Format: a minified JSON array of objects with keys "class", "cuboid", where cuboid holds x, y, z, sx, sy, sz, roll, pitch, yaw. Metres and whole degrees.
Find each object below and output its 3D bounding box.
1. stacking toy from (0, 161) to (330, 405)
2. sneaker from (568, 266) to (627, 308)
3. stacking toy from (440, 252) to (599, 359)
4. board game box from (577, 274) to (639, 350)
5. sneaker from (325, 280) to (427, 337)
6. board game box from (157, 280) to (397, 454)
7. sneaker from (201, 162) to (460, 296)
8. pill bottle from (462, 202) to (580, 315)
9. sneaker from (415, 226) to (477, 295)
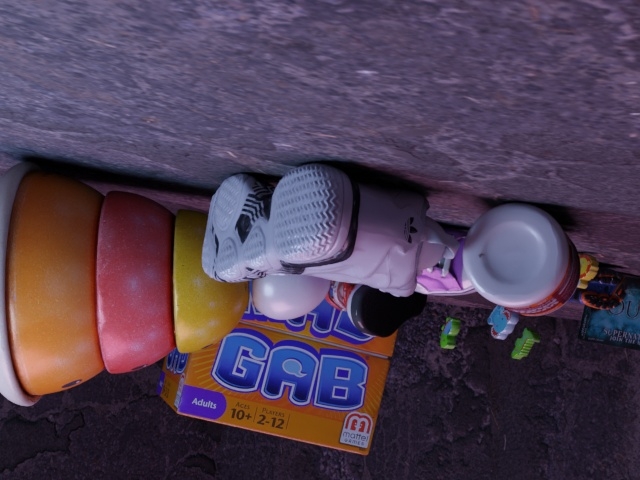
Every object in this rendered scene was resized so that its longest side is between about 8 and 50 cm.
[{"class":"stacking toy","cuboid":[-0.224,0.061,1.437,0.480,0.350,0.350,0,175,-2]},{"class":"sneaker","cuboid":[0.385,0.065,1.615,0.221,0.083,0.087,15,-178,-20]},{"class":"stacking toy","cuboid":[0.298,0.096,1.506,0.167,0.221,0.052,12,-148,-27]},{"class":"board game box","cuboid":[0.540,0.125,1.716,0.186,0.126,0.026,10,-177,-18]},{"class":"sneaker","cuboid":[0.059,0.093,1.568,0.145,0.090,0.270,6,-173,25]},{"class":"board game box","cuboid":[-0.084,0.177,1.908,0.356,0.356,0.356,15,174,-14]},{"class":"sneaker","cuboid":[0.000,0.000,1.218,0.210,0.137,0.366,15,169,-27]},{"class":"pill bottle","cuboid":[0.253,0.030,1.217,0.121,0.121,0.221,7,174,21]},{"class":"sneaker","cuboid":[0.111,0.013,1.401,0.282,0.102,0.161,7,171,16]}]
